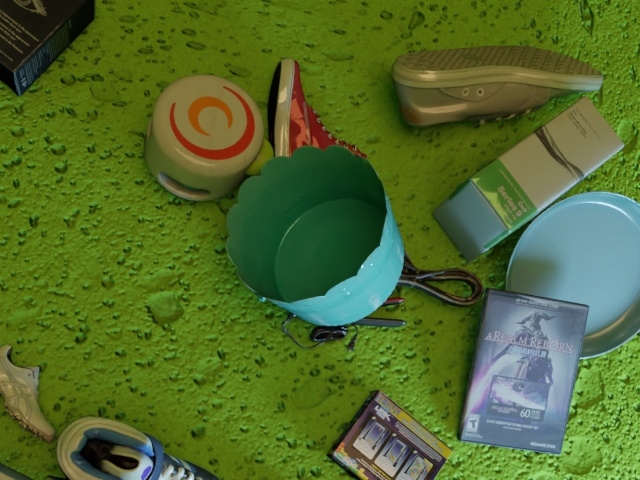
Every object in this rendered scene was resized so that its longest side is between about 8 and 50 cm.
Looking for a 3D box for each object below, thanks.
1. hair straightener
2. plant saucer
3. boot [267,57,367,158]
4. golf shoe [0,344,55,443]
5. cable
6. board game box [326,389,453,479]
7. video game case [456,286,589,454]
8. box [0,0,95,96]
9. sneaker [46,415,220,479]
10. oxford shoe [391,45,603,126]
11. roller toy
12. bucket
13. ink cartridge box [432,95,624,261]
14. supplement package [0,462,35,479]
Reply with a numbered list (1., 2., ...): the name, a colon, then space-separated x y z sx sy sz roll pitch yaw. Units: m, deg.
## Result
1. hair straightener: 0.043 0.150 1.583 0.230 0.047 0.089 -2 79 -19
2. plant saucer: 0.480 0.061 1.653 0.317 0.044 0.318 -3 105 -11
3. boot: -0.004 -0.204 1.638 0.176 0.088 0.244 0 85 -14
4. golf shoe: -0.468 0.240 1.436 0.176 0.069 0.086 47 66 -1
5. cable: 0.149 0.052 1.604 0.287 0.072 0.140 28 66 5
6. board game box: 0.119 0.364 1.554 0.170 0.048 0.141 40 70 -1
7. video game case: 0.361 0.234 1.613 0.196 0.026 0.274 10 93 -11
8. box: -0.506 -0.380 1.545 0.153 0.108 0.207 39 71 -2
9. sneaker: -0.252 0.373 1.365 0.322 0.236 0.130 32 72 -4
10. oxford shoe: 0.332 -0.288 1.720 0.449 0.169 0.130 -8 121 -23
11. roller toy: -0.203 -0.173 1.550 0.191 0.146 0.209 -22 77 -26
12. bucket: 0.000 0.000 1.489 0.281 0.183 0.281 -7 65 16
13. ink cartridge box: 0.371 -0.108 1.633 0.289 0.211 0.122 -35 83 -18
14. supplement package: -0.466 0.406 1.300 0.261 0.204 0.145 25 72 7
